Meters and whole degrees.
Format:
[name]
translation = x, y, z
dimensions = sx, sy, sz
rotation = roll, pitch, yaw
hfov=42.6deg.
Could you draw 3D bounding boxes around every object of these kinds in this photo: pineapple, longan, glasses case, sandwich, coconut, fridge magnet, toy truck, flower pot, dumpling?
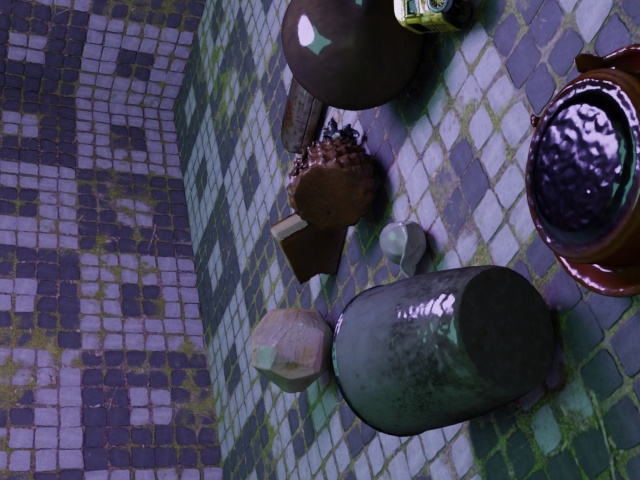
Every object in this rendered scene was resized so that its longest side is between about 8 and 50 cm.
[pineapple]
translation = 0.032, -0.188, 2.093
dimensions = 0.357, 0.223, 0.223
rotation = -86, 14, -57
[longan]
translation = 0.080, -0.476, 1.873
dimensions = 0.361, 0.361, 0.361
rotation = -175, 90, -67
[glasses case]
translation = -0.032, -0.456, 2.395
dimensions = 0.156, 0.098, 0.425
rotation = -114, 36, -57
[sandwich]
translation = 0.000, 0.000, 2.230
dimensions = 0.108, 0.220, 0.186
rotation = 46, 164, 57
[coconut]
translation = -0.079, 0.294, 2.208
dimensions = 0.197, 0.237, 0.237
rotation = 171, 102, -71
[fridge magnet]
translation = 0.423, -0.100, 1.178
dimensions = 0.363, 0.155, 0.364
rotation = -176, 90, -68
[toy truck]
translation = 0.211, -0.564, 1.697
dimensions = 0.157, 0.124, 0.272
rotation = -5, 88, 32
[flower pot]
translation = 0.222, 0.180, 1.452
dimensions = 0.330, 0.293, 0.294
rotation = -32, 56, 55
[dumpling]
translation = 0.183, 0.025, 1.799
dimensions = 0.169, 0.100, 0.134
rotation = 172, 89, -68
